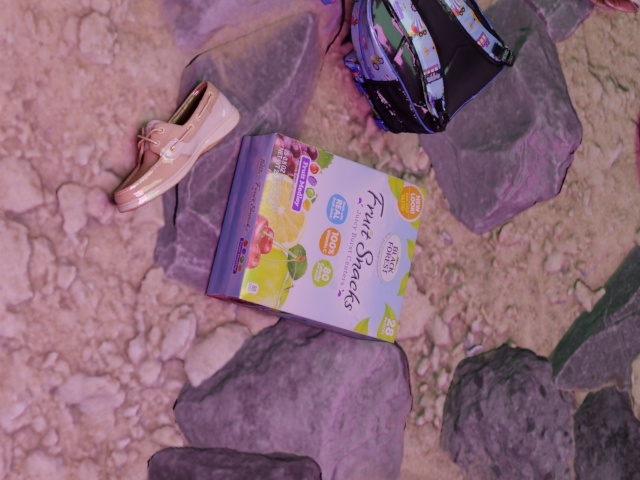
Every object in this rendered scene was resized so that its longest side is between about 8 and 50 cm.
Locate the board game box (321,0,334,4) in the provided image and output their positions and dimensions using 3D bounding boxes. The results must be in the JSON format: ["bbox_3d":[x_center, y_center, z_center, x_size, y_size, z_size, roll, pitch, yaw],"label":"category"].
[{"bbox_3d":[0.002,-0.313,1.524,0.090,0.020,0.090,41,69,-27],"label":"board game box"}]

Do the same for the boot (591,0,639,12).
[{"bbox_3d":[0.396,-0.359,1.767,0.213,0.077,0.165,9,86,-30],"label":"boot"}]

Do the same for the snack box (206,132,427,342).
[{"bbox_3d":[0.000,0.000,1.501,0.207,0.070,0.175,18,81,-36],"label":"snack box"}]

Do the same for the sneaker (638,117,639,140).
[{"bbox_3d":[0.501,-0.196,1.806,0.122,0.146,0.331,16,83,-36],"label":"sneaker"}]

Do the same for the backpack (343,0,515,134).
[{"bbox_3d":[0.098,-0.217,1.535,0.158,0.117,0.173,-44,115,-26],"label":"backpack"}]

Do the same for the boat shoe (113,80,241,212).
[{"bbox_3d":[-0.149,-0.094,1.403,0.170,0.063,0.059,-48,114,-35],"label":"boat shoe"}]
